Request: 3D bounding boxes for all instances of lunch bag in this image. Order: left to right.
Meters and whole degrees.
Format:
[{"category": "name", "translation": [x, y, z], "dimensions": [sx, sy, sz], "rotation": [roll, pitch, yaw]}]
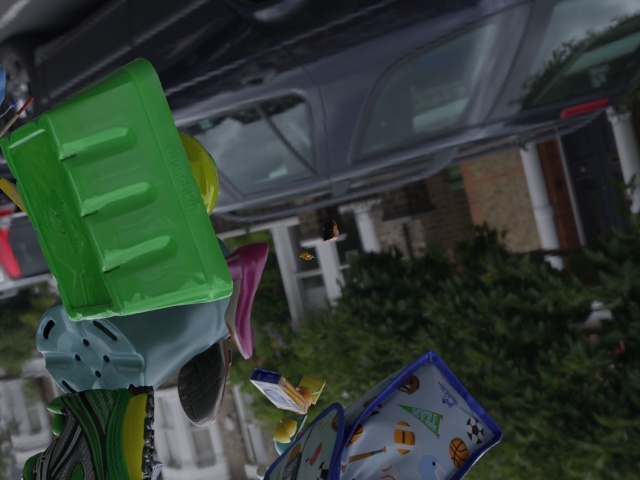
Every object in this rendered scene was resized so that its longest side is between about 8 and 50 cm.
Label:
[{"category": "lunch bag", "translation": [0.063, 0.402, 1.417], "dimensions": [0.385, 0.239, 0.328], "rotation": [-31, 166, -45]}]

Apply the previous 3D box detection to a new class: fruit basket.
[{"category": "fruit basket", "translation": [-0.256, -0.078, 1.285], "dimensions": [0.392, 0.392, 0.283], "rotation": [-14, -177, -43]}]

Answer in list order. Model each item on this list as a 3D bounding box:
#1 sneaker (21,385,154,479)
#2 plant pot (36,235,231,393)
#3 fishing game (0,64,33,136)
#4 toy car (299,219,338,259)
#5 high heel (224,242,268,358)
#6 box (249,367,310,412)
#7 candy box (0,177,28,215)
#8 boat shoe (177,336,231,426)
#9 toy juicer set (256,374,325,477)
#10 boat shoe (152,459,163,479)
[{"category": "sneaker", "translation": [-0.273, 0.320, 0.960], "dimensions": [0.146, 0.134, 0.343], "rotation": [1, -141, -7]}, {"category": "plant pot", "translation": [-0.381, 0.161, 1.725], "dimensions": [0.341, 0.341, 0.334], "rotation": [-12, -159, 30]}, {"category": "fishing game", "translation": [-0.704, -0.302, 1.606], "dimensions": [0.189, 0.264, 0.041], "rotation": [-53, -164, -8]}, {"category": "toy car", "translation": [0.000, 0.000, 2.155], "dimensions": [0.122, 0.060, 0.040], "rotation": [-34, 137, 23]}, {"category": "high heel", "translation": [-0.135, 0.119, 1.640], "dimensions": [0.117, 0.244, 0.082], "rotation": [-21, -154, -18]}, {"category": "box", "translation": [-0.090, 0.318, 1.769], "dimensions": [0.081, 0.136, 0.028], "rotation": [2, -126, 40]}, {"category": "candy box", "translation": [-0.665, -0.061, 1.957], "dimensions": [0.027, 0.206, 0.105], "rotation": [-45, 171, -7]}, {"category": "boat shoe", "translation": [-0.255, 0.294, 1.953], "dimensions": [0.123, 0.324, 0.116], "rotation": [-17, 136, 16]}, {"category": "toy juicer set", "translation": [-0.078, 0.518, 2.169], "dimensions": [0.089, 0.329, 0.209], "rotation": [26, -177, 6]}, {"category": "boat shoe", "translation": [-0.403, 0.502, 1.810], "dimensions": [0.066, 0.066, 0.183], "rotation": [28, 180, 15]}]
